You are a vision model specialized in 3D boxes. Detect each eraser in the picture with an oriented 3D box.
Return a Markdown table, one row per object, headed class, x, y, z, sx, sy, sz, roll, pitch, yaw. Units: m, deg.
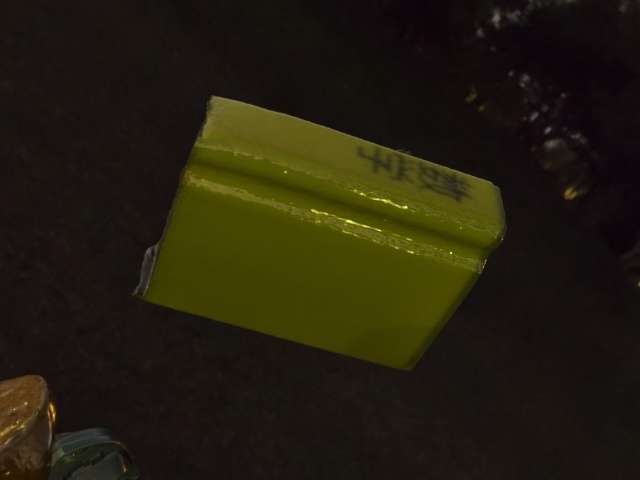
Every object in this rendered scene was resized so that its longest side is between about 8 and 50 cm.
| class | x | y | z | sx | sy | sz | roll | pitch | yaw |
| --- | --- | --- | --- | --- | --- | --- | --- | --- | --- |
| eraser | 0.000 | 0.000 | 0.607 | 0.226 | 0.158 | 0.069 | 17 | 38 | -14 |

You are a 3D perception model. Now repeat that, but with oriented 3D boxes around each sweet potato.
| class | x | y | z | sx | sy | sz | roll | pitch | yaw |
| --- | --- | --- | --- | --- | --- | --- | --- | --- | --- |
| sweet potato | -0.256 | 0.209 | 0.639 | 0.097 | 0.251 | 0.097 | 20 | 22 | -9 |

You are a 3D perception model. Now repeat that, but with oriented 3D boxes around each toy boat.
| class | x | y | z | sx | sy | sz | roll | pitch | yaw |
| --- | --- | --- | --- | --- | --- | --- | --- | --- | --- |
| toy boat | -0.329 | 0.327 | 1.189 | 0.092 | 0.141 | 0.319 | 51 | -21 | 20 |
